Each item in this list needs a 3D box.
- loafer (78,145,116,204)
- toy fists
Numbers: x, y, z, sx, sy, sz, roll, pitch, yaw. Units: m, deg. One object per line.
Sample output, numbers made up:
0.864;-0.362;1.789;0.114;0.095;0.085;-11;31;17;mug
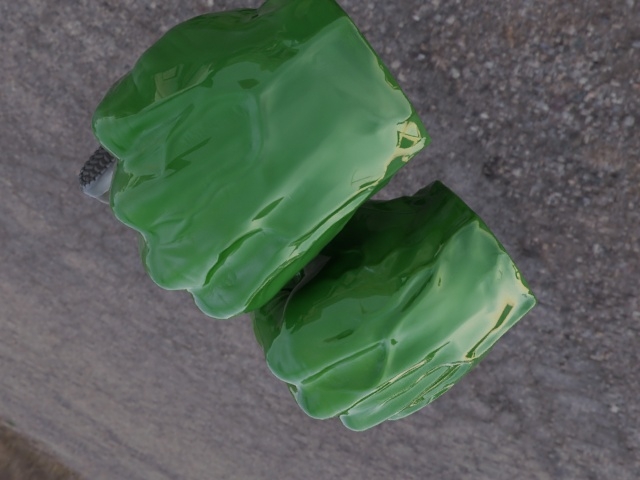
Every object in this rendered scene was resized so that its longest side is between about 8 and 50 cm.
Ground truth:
-0.183;-0.132;0.999;0.087;0.251;0.094;49;172;-36;loafer
0.000;0.000;0.432;0.279;0.142;0.096;49;179;-40;toy fists
